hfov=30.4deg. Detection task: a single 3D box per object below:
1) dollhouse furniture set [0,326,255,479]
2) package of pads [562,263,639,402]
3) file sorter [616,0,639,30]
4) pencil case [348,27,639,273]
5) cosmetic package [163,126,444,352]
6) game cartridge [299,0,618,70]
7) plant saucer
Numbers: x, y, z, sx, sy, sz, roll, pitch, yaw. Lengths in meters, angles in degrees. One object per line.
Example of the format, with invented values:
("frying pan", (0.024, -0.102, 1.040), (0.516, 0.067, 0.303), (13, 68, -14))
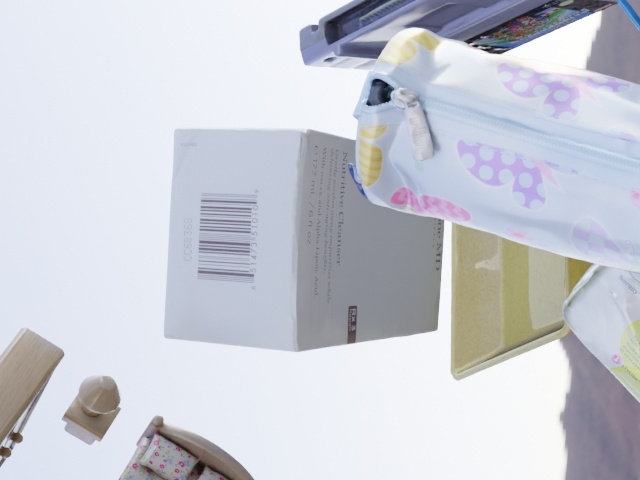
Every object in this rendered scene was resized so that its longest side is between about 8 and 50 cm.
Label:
("dollhouse furniture set", (-0.174, 0.263, 1.058), (0.174, 0.355, 0.303), (-55, 4, 43))
("package of pads", (0.339, 0.118, 0.969), (0.101, 0.296, 0.229), (-48, -12, 17))
("file sorter", (0.240, -0.153, 0.575), (0.118, 0.170, 0.104), (49, 180, -10))
("pencil case", (0.155, -0.047, 0.692), (0.113, 0.273, 0.124), (-66, -24, -16))
("cosmetic package", (0.000, 0.000, 1.268), (0.385, 0.156, 0.217), (-1, -86, -63))
("game cartridge", (0.171, -0.256, 1.289), (0.230, 0.355, 0.068), (2, -102, -37))
("plant saucer", (0.264, -0.007, 1.490), (0.333, 0.081, 0.332), (137, 137, -67))
